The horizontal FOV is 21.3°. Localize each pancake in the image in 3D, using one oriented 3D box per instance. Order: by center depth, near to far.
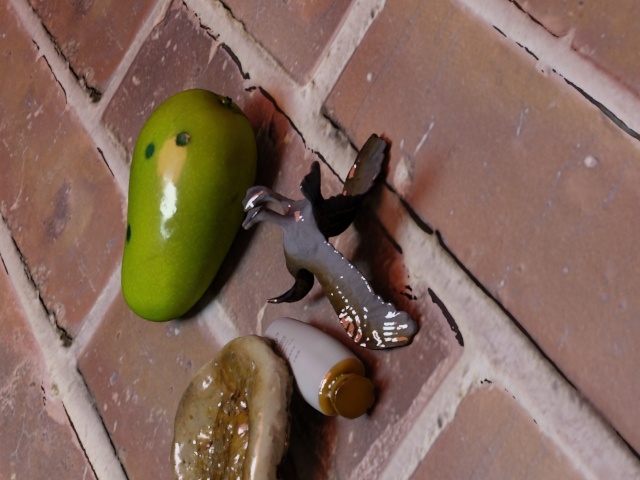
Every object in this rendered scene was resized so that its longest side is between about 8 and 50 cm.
[{"bbox_3d":[-0.101,0.238,1.831,0.282,0.049,0.282,-39,45,56],"label":"pancake"}]

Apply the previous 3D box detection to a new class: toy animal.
[{"bbox_3d":[-0.014,-0.005,1.807,0.197,0.160,0.272,-29,38,33],"label":"toy animal"}]

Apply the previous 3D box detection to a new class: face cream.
[{"bbox_3d":[-0.004,0.132,1.787,0.072,0.051,0.182,-63,32,4],"label":"face cream"}]

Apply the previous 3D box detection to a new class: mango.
[{"bbox_3d":[-0.167,-0.039,2.054,0.175,0.143,0.293,32,107,59],"label":"mango"}]
